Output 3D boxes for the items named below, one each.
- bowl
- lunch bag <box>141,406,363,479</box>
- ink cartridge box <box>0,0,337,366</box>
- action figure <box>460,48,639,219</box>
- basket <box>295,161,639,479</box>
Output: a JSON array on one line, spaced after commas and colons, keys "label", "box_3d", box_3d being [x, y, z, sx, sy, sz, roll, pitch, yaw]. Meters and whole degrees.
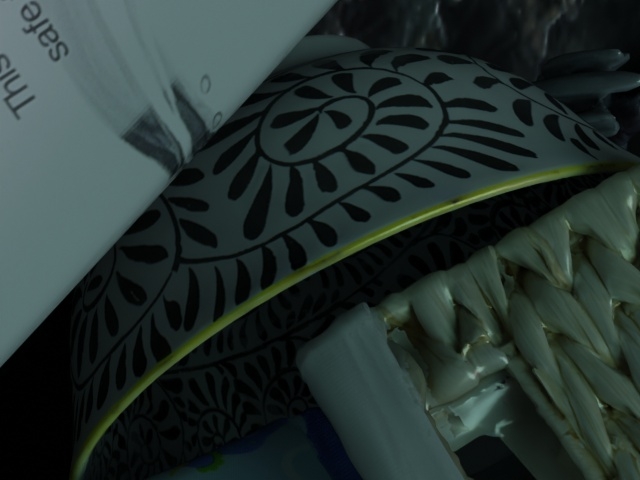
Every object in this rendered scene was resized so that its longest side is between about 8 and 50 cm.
[{"label": "bowl", "box_3d": [0.000, 0.000, 0.439, 0.170, 0.170, 0.080, -6, 60, -42]}, {"label": "lunch bag", "box_3d": [-0.053, 0.128, 0.413, 0.129, 0.096, 0.151, -17, 156, -37]}, {"label": "ink cartridge box", "box_3d": [-0.087, -0.109, 0.329, 0.273, 0.114, 0.198, -49, 127, -24]}, {"label": "action figure", "box_3d": [0.132, -0.011, 0.570, 0.285, 0.099, 0.185, -45, 135, -22]}, {"label": "basket", "box_3d": [0.080, 0.061, 0.414, 0.103, 0.113, 0.167, -34, 158, 2]}]
